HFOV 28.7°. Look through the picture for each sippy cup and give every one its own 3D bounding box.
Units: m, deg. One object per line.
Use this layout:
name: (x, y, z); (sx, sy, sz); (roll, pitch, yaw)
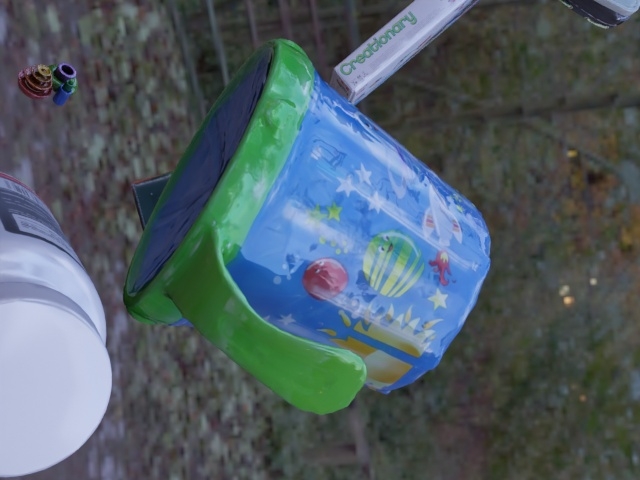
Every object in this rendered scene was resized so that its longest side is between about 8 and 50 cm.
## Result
sippy cup: (0.000, 0.000, 0.966); (0.240, 0.224, 0.305); (-33, -149, 61)

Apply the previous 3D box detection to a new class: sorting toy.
sorting toy: (-0.347, -0.213, 1.639); (0.061, 0.042, 0.102); (50, 35, 8)

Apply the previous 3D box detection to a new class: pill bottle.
pill bottle: (-0.330, 0.071, 1.235); (0.363, 0.210, 0.210); (-138, -147, -61)

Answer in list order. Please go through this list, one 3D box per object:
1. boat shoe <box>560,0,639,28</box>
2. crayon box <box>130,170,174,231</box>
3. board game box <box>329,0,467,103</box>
boat shoe: (0.379, -0.399, 1.927); (0.069, 0.227, 0.081); (-47, -164, 54)
crayon box: (-0.129, -0.066, 1.623); (0.318, 0.202, 0.081); (-149, -137, -85)
board game box: (0.144, -0.329, 1.968); (0.053, 0.305, 0.193); (49, -5, 1)
